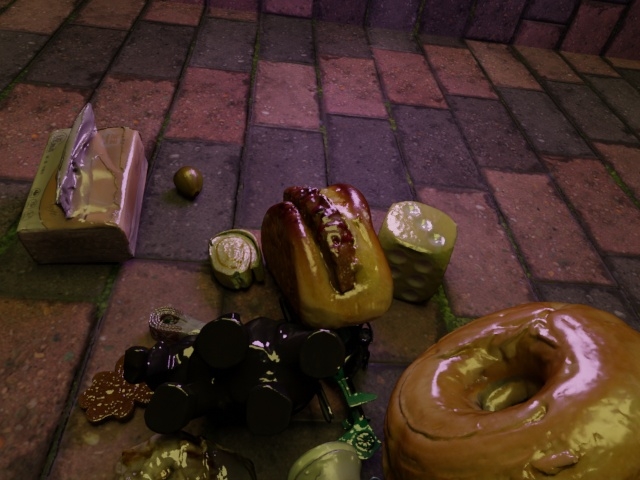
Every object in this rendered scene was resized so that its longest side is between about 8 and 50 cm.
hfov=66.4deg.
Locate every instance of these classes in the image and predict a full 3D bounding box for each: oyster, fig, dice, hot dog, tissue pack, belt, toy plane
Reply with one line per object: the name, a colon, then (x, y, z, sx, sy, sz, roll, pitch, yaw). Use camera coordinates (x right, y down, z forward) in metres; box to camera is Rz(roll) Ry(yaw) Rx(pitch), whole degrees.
oyster: (-0.141, 0.399, 0.691, 0.337, 0.133, 0.198, 45, 19, 8)
fig: (-0.342, -0.150, 1.279, 0.074, 0.074, 0.088, -21, 68, -30)
dice: (0.211, 0.024, 1.134, 0.166, 0.169, 0.169, 19, 44, 9)
hot dog: (-0.002, 0.001, 0.984, 0.185, 0.223, 0.405, -7, 19, -17)
tissue pack: (-0.519, -0.129, 1.077, 0.239, 0.238, 0.305, 1, 54, -10)
belt: (-0.227, 0.188, 0.961, 0.232, 0.053, 0.071, 18, 43, 8)
toy plane: (0.031, 0.231, 0.940, 0.155, 0.106, 0.381, -12, 48, -14)

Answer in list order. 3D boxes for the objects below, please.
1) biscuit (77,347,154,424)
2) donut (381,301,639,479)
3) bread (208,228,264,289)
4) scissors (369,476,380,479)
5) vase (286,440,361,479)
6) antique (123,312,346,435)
biscuit: (-0.341, 0.260, 0.881, 0.175, 0.026, 0.124, -27, 54, -34)
donut: (0.288, 0.260, 0.717, 0.449, 0.198, 0.449, -28, 15, 8)
bread: (-0.191, 0.045, 1.110, 0.118, 0.064, 0.156, -9, 48, -14)
scissors: (0.120, 0.423, 0.818, 0.083, 0.006, 0.036, 15, 45, 4)
vase: (0.060, 0.427, 0.630, 0.174, 0.173, 0.321, -8, 33, -19)
antique: (-0.130, 0.212, 0.790, 0.323, 0.255, 0.185, 4, 82, -6)
